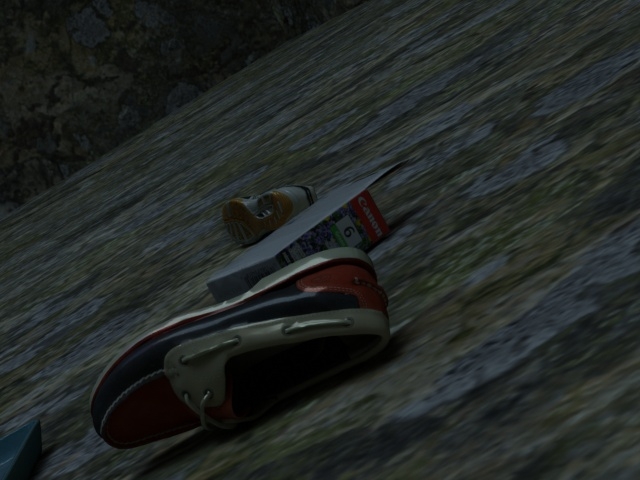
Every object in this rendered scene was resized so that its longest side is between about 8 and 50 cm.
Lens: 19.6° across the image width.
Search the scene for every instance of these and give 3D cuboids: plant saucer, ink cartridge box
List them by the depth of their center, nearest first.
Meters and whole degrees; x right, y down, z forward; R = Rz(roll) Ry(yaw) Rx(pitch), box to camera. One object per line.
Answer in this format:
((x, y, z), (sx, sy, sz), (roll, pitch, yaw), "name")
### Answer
((-0.165, 0.126, 0.833), (0.067, 0.018, 0.192), (-29, 8, 5), "plant saucer")
((0.000, 0.000, 0.973), (0.115, 0.029, 0.063), (-36, 10, -40), "ink cartridge box")

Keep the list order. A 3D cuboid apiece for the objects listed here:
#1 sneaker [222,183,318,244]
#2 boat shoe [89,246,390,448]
((-0.032, -0.018, 1.207), (0.037, 0.032, 0.083), (-19, 6, -35), "sneaker")
((-0.033, 0.051, 0.738), (0.137, 0.049, 0.043), (-28, 47, 14), "boat shoe")
